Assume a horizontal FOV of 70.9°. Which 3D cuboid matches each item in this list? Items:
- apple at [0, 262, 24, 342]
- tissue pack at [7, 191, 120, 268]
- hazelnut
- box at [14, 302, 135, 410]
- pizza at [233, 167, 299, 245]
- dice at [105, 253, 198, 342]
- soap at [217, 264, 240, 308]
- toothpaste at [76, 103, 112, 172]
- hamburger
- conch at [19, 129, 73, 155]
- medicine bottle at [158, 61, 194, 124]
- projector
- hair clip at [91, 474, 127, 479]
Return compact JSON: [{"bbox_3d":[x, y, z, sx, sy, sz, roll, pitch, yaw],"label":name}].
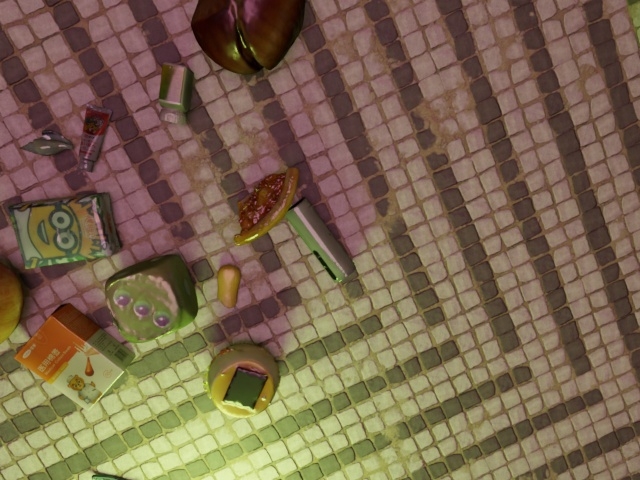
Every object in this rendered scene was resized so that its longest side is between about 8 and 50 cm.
[{"bbox_3d":[-1.256,0.226,1.524,0.390,0.346,0.392,0,96,-1],"label":"apple"},{"bbox_3d":[-0.905,-0.041,1.608,0.310,0.128,0.228,-8,103,-3],"label":"tissue pack"},{"bbox_3d":[-0.215,-0.738,1.432,0.358,0.359,0.410,20,106,-8],"label":"hazelnut"},{"bbox_3d":[-0.917,0.433,1.692,0.341,0.143,0.225,42,94,-9],"label":"box"},{"bbox_3d":[-0.209,-0.131,1.647,0.365,0.074,0.182,-44,71,13],"label":"pizza"},{"bbox_3d":[-0.598,0.203,1.617,0.249,0.254,0.252,-19,100,-4],"label":"dice"},{"bbox_3d":[-0.359,0.177,1.741,0.089,0.033,0.169,10,100,-4],"label":"soap"},{"bbox_3d":[-0.812,-0.361,1.600,0.089,0.057,0.235,14,91,-6],"label":"toothpaste"},{"bbox_3d":[-0.299,0.535,1.741,0.293,0.179,0.276,19,101,-11],"label":"hamburger"},{"bbox_3d":[-0.967,-0.338,1.589,0.179,0.088,0.065,-6,144,-10],"label":"conch"},{"bbox_3d":[-0.499,-0.502,1.553,0.088,0.132,0.189,10,100,-6],"label":"medicine bottle"},{"bbox_3d":[0.000,0.000,1.700,0.108,0.108,0.338,-36,101,3],"label":"projector"},{"bbox_3d":[-0.829,1.007,1.854,0.229,0.070,0.039,20,102,0],"label":"hair clip"}]
